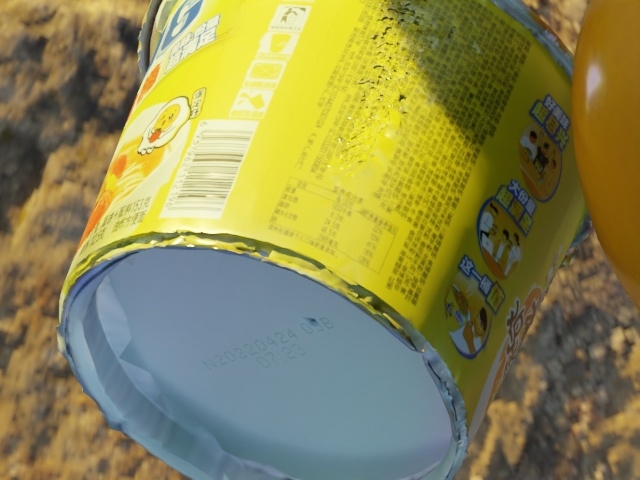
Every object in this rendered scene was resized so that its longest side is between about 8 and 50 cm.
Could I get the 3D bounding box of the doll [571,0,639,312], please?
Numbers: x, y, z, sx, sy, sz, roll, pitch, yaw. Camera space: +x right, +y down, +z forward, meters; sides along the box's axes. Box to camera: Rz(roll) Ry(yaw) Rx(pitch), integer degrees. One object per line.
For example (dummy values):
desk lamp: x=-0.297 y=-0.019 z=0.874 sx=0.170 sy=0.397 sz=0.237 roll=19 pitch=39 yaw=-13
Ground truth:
doll: x=0.204 y=-0.049 z=0.621 sx=0.236 sy=0.213 sz=0.213 roll=-33 pitch=114 yaw=-31

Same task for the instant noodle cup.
instant noodle cup: x=0.000 y=0.000 z=0.700 sx=0.205 sy=0.153 sz=0.205 roll=13 pitch=138 yaw=12
